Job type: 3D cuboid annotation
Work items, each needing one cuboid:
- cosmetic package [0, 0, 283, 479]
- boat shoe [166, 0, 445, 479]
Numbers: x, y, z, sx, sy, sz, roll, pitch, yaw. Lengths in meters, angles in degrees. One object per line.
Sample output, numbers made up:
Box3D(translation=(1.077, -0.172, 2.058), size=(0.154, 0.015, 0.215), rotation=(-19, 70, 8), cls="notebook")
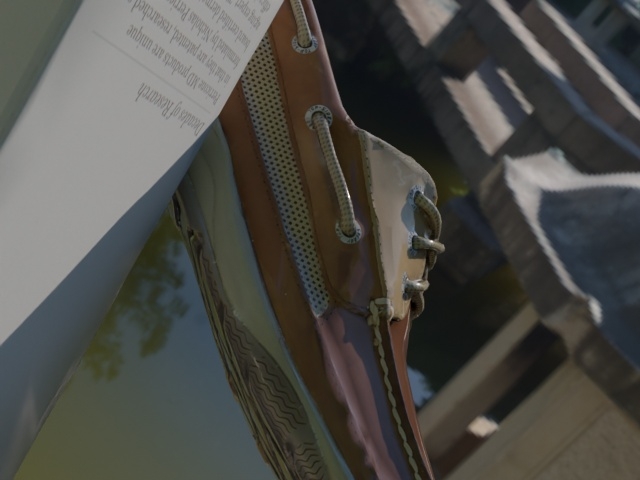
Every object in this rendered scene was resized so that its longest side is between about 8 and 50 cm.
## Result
Box3D(translation=(-0.147, -0.091, 0.386), size=(0.217, 0.385, 0.156), rotation=(32, 3, 12), cls="cosmetic package")
Box3D(translation=(0.000, 0.000, 0.487), size=(0.123, 0.116, 0.324), rotation=(116, -49, -75), cls="boat shoe")
